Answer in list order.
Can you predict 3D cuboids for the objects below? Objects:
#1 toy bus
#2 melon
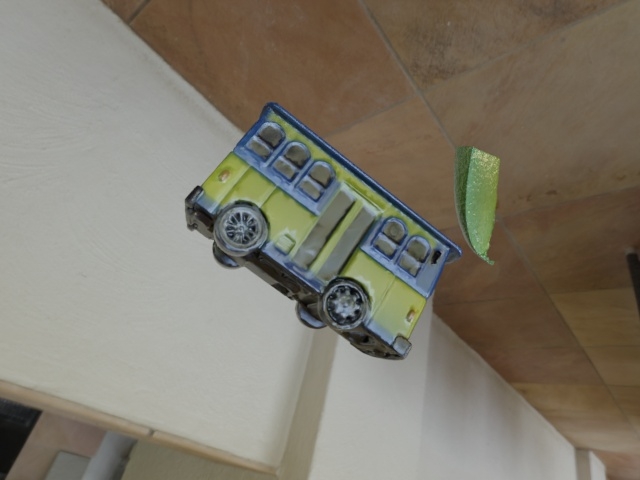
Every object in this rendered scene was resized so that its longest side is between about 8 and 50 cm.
[{"bbox_3d":[0.000,0.000,0.494,0.288,0.175,0.138,37,160,-6],"label":"toy bus"},{"bbox_3d":[0.310,-0.066,0.801,0.053,0.114,0.261,24,134,56],"label":"melon"}]
